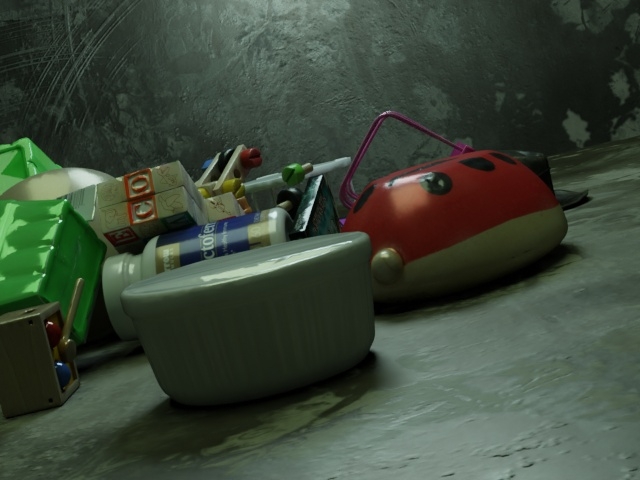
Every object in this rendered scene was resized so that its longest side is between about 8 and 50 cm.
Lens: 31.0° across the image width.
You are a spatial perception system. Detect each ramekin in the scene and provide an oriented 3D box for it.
[{"bbox_3d":[-0.066,0.082,1.211,0.273,0.127,0.273,-13,5,1],"label":"ramekin"}]

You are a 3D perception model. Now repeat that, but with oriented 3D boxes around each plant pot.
[{"bbox_3d":[-0.390,0.054,1.829,0.284,0.284,0.191,-15,40,-17],"label":"plant pot"}]

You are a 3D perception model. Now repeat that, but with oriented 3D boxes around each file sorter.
[{"bbox_3d":[-0.073,-0.065,2.582,0.277,0.173,0.193,-9,8,45],"label":"file sorter"},{"bbox_3d":[0.151,-0.126,2.139,0.182,0.202,0.291,29,7,1],"label":"file sorter"}]

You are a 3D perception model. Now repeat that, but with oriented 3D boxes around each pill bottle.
[{"bbox_3d":[-0.159,0.054,1.612,0.264,0.153,0.153,-13,5,8],"label":"pill bottle"}]

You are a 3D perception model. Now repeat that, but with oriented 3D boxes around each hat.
[{"bbox_3d":[0.347,-0.111,2.238,0.331,0.134,0.331,-13,6,1],"label":"hat"}]

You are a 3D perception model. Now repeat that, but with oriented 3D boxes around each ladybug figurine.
[{"bbox_3d":[0.175,-0.028,1.596,0.305,0.162,0.449,-10,6,26],"label":"ladybug figurine"}]

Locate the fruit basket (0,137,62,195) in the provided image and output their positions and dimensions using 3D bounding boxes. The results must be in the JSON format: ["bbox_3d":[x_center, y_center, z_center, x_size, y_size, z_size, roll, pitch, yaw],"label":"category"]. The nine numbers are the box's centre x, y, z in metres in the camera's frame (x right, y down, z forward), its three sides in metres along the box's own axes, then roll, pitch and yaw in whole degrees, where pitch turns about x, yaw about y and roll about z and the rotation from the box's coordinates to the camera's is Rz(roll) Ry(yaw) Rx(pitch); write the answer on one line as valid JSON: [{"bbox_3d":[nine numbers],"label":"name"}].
[{"bbox_3d":[-0.555,0.029,2.249,0.283,0.392,0.392,-17,5,-6],"label":"fruit basket"}]

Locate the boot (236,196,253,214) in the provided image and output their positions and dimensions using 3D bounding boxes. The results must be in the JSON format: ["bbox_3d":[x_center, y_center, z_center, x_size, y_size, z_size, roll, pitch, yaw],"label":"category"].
[{"bbox_3d":[-0.131,-0.015,2.289,0.197,0.152,0.073,-13,5,-1],"label":"boot"}]

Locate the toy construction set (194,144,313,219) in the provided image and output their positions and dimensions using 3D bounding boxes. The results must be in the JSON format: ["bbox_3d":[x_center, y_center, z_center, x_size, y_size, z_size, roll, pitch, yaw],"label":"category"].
[{"bbox_3d":[-0.206,-0.029,2.008,0.309,0.257,0.237,20,31,28],"label":"toy construction set"}]

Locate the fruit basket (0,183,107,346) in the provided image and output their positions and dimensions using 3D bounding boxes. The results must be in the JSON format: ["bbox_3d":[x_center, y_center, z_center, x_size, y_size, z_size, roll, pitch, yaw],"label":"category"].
[{"bbox_3d":[-0.475,0.093,1.622,0.353,0.165,0.327,-24,39,24],"label":"fruit basket"}]

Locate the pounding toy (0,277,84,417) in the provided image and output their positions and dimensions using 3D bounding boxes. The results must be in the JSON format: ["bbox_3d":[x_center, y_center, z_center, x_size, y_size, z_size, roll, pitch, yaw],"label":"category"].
[{"bbox_3d":[-0.333,0.126,1.392,0.100,0.130,0.141,-13,5,1],"label":"pounding toy"}]

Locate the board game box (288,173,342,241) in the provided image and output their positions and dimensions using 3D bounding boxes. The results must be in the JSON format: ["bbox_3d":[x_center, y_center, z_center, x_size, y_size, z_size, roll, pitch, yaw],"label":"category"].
[{"bbox_3d":[0.000,0.000,1.641,0.026,0.126,0.186,-13,25,16],"label":"board game box"}]

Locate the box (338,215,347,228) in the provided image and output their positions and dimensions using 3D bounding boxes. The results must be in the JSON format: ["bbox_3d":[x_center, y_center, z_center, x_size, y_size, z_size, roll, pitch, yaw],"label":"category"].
[{"bbox_3d":[0.015,0.024,1.775,0.116,0.029,0.162,-10,38,33],"label":"box"}]

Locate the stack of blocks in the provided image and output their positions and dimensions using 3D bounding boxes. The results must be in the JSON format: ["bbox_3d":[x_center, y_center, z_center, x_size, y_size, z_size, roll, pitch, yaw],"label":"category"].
[{"bbox_3d":[-0.202,-0.006,1.750,0.171,0.087,0.297,-16,-27,6],"label":"stack of blocks"}]
